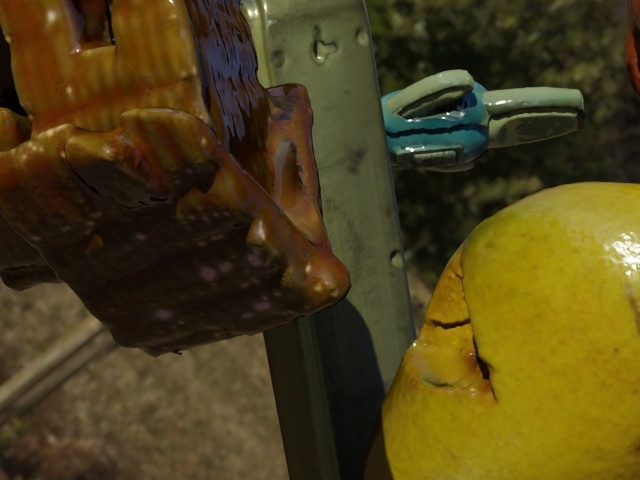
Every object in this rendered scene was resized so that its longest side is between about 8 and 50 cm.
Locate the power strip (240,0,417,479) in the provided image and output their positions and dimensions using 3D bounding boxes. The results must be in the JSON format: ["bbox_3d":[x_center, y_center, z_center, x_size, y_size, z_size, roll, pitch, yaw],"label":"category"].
[{"bbox_3d":[0.000,0.000,1.026,0.066,0.092,0.387,7,-70,48],"label":"power strip"}]

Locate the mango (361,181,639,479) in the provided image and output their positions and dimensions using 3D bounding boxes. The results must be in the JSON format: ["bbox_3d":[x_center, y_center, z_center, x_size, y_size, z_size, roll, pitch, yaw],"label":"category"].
[{"bbox_3d":[0.121,0.081,0.937,0.167,0.262,0.130,37,26,9],"label":"mango"}]

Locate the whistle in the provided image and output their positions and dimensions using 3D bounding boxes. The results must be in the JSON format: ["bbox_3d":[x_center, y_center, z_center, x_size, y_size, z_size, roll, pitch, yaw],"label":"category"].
[{"bbox_3d":[0.069,-0.083,1.241,0.114,0.236,0.077,76,8,-56],"label":"whistle"}]

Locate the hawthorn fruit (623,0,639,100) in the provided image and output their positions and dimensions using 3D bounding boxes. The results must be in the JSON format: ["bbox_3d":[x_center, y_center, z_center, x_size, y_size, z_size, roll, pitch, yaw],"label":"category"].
[{"bbox_3d":[0.265,-0.127,1.012,0.189,0.189,0.189,51,0,0],"label":"hawthorn fruit"}]

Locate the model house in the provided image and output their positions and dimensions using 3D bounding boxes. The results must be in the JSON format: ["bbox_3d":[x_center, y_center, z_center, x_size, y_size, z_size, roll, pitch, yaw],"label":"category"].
[{"bbox_3d":[-0.104,-0.054,0.807,0.219,0.199,0.229,-14,86,-67],"label":"model house"}]
